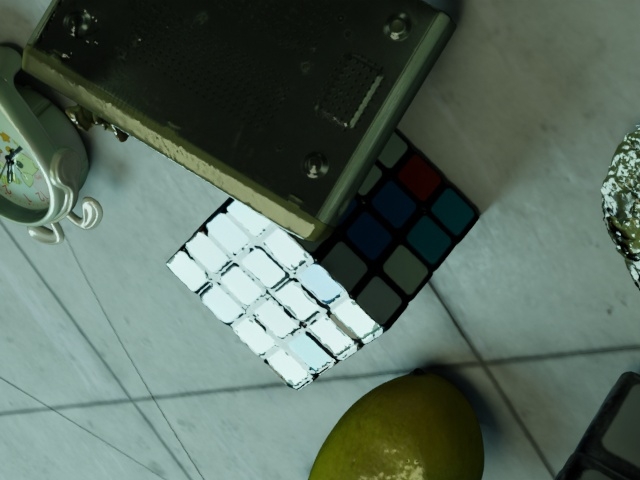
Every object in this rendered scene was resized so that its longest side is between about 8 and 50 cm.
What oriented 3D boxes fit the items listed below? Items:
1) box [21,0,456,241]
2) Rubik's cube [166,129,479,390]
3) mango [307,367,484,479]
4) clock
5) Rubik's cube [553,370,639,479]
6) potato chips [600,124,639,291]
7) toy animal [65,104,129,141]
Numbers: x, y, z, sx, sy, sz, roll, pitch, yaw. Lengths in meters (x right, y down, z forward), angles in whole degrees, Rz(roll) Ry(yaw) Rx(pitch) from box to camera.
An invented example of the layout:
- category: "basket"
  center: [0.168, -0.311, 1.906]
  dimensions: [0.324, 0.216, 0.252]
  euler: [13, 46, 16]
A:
- category: "box"
  center: [-0.061, -0.149, 1.227]
  dimensions: [0.270, 0.211, 0.045]
  euler: [33, -178, 13]
- category: "Rubik's cube"
  center: [0.000, 0.000, 1.343]
  dimensions: [0.154, 0.151, 0.155]
  euler: [45, 144, -3]
- category: "mango"
  center: [0.052, 0.222, 1.502]
  dimensions: [0.137, 0.091, 0.237]
  euler: [45, 108, 18]
- category: "clock"
  center: [-0.283, -0.081, 1.577]
  dimensions: [0.151, 0.062, 0.191]
  euler: [-19, 114, 48]
- category: "Rubik's cube"
  center: [0.272, 0.346, 1.334]
  dimensions: [0.304, 0.301, 0.305]
  euler: [30, 141, 12]
- category: "potato chips"
  center: [0.281, 0.010, 1.191]
  dimensions: [0.220, 0.029, 0.202]
  euler: [51, 154, -10]
- category: "toy animal"
  center: [-0.165, -0.127, 1.355]
  dimensions: [0.069, 0.220, 0.086]
  euler: [-16, 106, 7]
